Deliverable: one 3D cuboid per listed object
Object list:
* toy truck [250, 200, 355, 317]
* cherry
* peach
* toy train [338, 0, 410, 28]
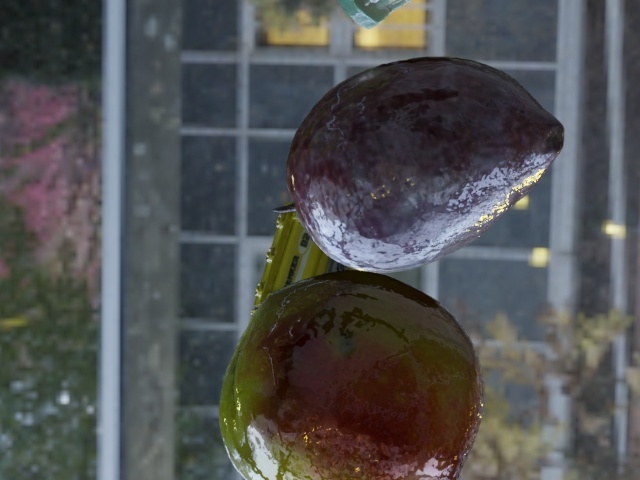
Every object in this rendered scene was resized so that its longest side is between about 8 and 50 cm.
[{"bbox_3d":[0.000,0.000,1.964,0.114,0.227,0.098,19,172,-15],"label":"toy truck"},{"bbox_3d":[0.096,-0.078,1.631,0.300,0.203,0.230,-17,176,23],"label":"cherry"},{"bbox_3d":[0.029,0.138,1.427,0.231,0.231,0.231,1,-172,0],"label":"peach"},{"bbox_3d":[0.094,-0.301,1.855,0.125,0.081,0.194,-44,-172,-11],"label":"toy train"}]
